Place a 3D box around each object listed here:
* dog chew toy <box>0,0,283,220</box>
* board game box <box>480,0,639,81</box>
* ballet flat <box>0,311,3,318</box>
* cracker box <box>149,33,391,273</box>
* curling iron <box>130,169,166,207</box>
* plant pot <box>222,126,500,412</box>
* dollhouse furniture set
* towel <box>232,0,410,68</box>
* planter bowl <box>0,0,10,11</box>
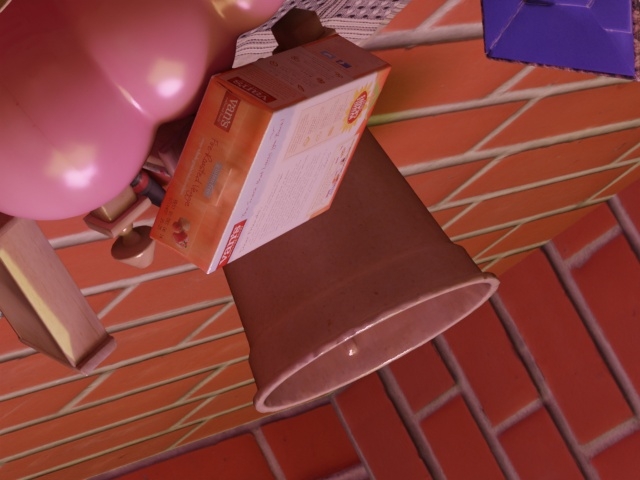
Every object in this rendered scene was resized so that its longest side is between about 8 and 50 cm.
[{"bbox_3d":[-0.164,-0.166,1.378,0.332,0.206,0.206,-37,166,5],"label":"dog chew toy"},{"bbox_3d":[0.353,-0.283,1.844,0.291,0.141,0.232,-19,-158,-33],"label":"board game box"},{"bbox_3d":[-0.395,0.043,2.003,0.079,0.077,0.221,-46,170,-10],"label":"ballet flat"},{"bbox_3d":[-0.039,-0.079,1.450,0.232,0.067,0.156,-30,148,-61],"label":"cracker box"},{"bbox_3d":[-0.227,-0.066,1.983,0.068,0.035,0.274,-27,167,14],"label":"curling iron"},{"bbox_3d":[0.000,0.000,2.095,0.334,0.305,0.334,-27,167,-7],"label":"plant pot"},{"bbox_3d":[-0.176,-0.066,1.622,0.355,0.174,0.303,-44,-143,-23],"label":"dollhouse furniture set"},{"bbox_3d":[0.014,-0.251,1.709,0.324,0.056,0.312,-17,163,-43],"label":"towel"},{"bbox_3d":[-0.295,-0.200,1.148,0.162,0.109,0.162,-26,168,-6],"label":"planter bowl"}]
